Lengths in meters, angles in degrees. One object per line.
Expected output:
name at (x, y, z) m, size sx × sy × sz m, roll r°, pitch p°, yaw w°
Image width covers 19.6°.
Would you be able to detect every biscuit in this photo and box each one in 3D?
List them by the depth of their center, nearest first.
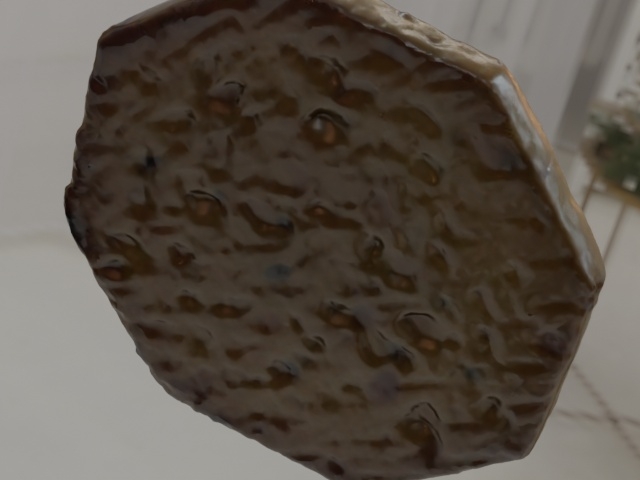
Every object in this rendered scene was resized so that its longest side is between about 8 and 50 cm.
biscuit at (0.000, -0.001, 1.116) m, size 0.359 × 0.359 × 0.046 m, roll 23°, pitch 38°, yaw 13°
